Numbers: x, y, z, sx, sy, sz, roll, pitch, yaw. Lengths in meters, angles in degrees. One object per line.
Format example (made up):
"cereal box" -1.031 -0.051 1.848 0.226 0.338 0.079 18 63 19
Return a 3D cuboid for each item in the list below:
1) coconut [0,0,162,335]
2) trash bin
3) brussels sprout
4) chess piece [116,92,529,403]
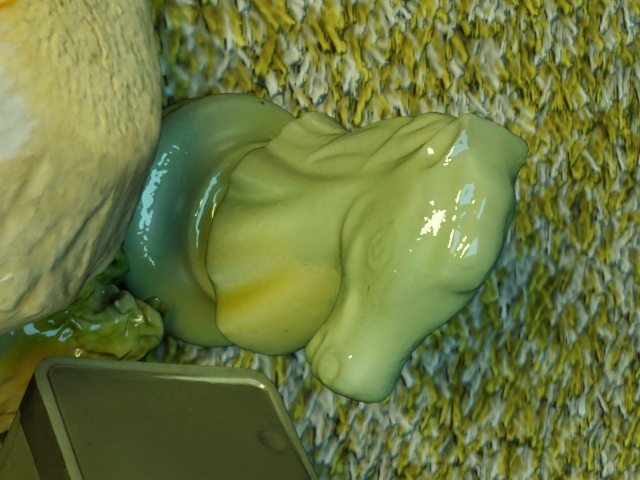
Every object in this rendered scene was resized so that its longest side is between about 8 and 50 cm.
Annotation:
"coconut" -0.248 -0.072 0.861 0.329 0.329 0.329 -6 101 -33
"trash bin" -0.127 0.197 1.008 0.164 0.122 0.240 5 131 -34
"brussels sprout" -0.180 0.053 1.013 0.181 0.100 0.139 -36 152 22
"chess piece" 0.000 0.000 1.020 0.176 0.298 0.176 -5 99 -35
